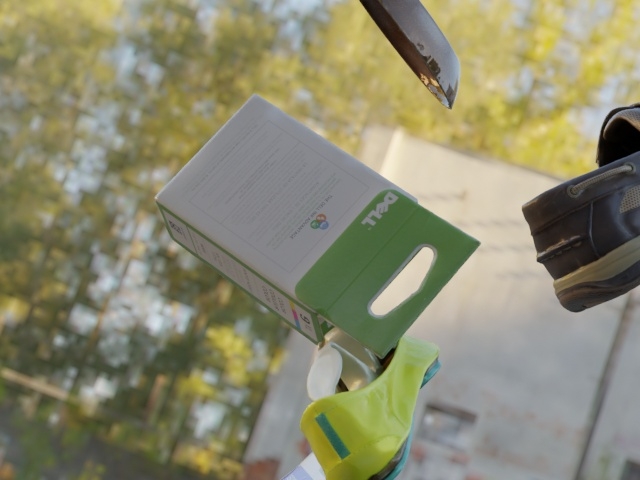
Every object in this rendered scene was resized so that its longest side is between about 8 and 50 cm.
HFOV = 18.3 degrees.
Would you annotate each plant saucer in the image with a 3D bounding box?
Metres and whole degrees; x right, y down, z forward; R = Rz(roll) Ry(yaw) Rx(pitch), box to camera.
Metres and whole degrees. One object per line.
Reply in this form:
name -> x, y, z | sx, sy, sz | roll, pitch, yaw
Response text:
plant saucer -> 0.081, -0.217, 1.945 | 0.198, 0.036, 0.198 | 52, 0, 0

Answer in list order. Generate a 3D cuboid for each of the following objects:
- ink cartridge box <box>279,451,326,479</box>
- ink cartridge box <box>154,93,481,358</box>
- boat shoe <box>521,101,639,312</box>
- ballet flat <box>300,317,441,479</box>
ink cartridge box -> -0.040, 0.223, 1.418 | 0.045, 0.208, 0.206 | 51, -4, -5
ink cartridge box -> 0.000, 0.000, 1.354 | 0.209, 0.109, 0.062 | 34, -19, 26
boat shoe -> 0.317, -0.073, 1.779 | 0.130, 0.355, 0.132 | 56, -36, -3
ballet flat -> 0.029, 0.092, 1.280 | 0.077, 0.077, 0.231 | 49, 16, -6
